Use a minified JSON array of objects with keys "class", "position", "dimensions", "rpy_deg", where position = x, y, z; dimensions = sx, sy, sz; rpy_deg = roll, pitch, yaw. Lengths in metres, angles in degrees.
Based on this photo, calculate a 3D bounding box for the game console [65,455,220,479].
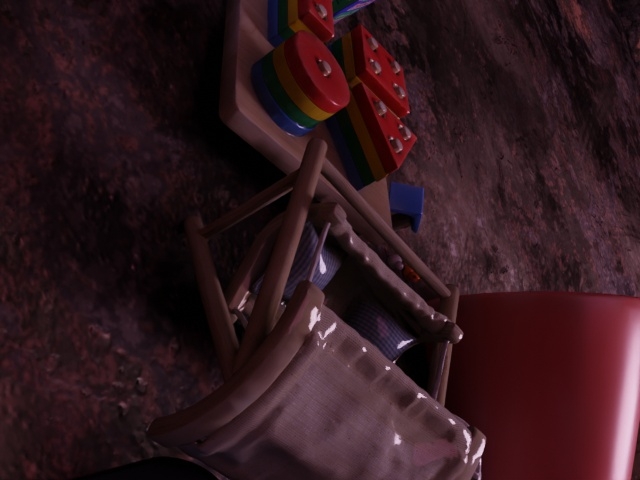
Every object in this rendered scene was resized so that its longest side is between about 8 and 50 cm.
[{"class":"game console","position":[-0.142,0.310,0.431],"dimensions":[0.386,0.060,0.342],"rpy_deg":[1,52,-51]}]

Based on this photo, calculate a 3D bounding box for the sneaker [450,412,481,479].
[{"class":"sneaker","position":[0.116,0.289,0.807],"dimensions":[0.153,0.094,0.235],"rpy_deg":[89,-5,-86]}]

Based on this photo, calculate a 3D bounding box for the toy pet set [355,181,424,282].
[{"class":"toy pet set","position":[0.104,-0.007,0.980],"dimensions":[0.122,0.065,0.114],"rpy_deg":[39,46,-36]}]

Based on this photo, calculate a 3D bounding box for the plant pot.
[{"class":"plant pot","position":[0.258,0.195,0.937],"dimensions":[0.275,0.274,0.243],"rpy_deg":[14,73,-49]}]

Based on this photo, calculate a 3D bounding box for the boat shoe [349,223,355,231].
[{"class":"boat shoe","position":[0.000,0.000,0.855],"dimensions":[0.045,0.050,0.135],"rpy_deg":[54,39,-29]}]

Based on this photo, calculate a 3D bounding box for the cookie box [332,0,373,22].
[{"class":"cookie box","position":[0.025,-0.303,0.980],"dimensions":[0.092,0.107,0.040],"rpy_deg":[-36,103,-53]}]

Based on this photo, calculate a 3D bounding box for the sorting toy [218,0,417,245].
[{"class":"sorting toy","position":[0.013,-0.168,0.877],"dimensions":[0.257,0.089,0.256],"rpy_deg":[37,36,-37]}]

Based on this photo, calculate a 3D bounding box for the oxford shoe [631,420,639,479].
[{"class":"oxford shoe","position":[0.505,0.441,1.220],"dimensions":[0.449,0.169,0.130],"rpy_deg":[-67,146,-44]}]

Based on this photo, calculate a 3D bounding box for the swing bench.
[{"class":"swing bench","position":[0.011,0.100,0.681],"dimensions":[0.253,0.165,0.255],"rpy_deg":[43,29,-34]}]
